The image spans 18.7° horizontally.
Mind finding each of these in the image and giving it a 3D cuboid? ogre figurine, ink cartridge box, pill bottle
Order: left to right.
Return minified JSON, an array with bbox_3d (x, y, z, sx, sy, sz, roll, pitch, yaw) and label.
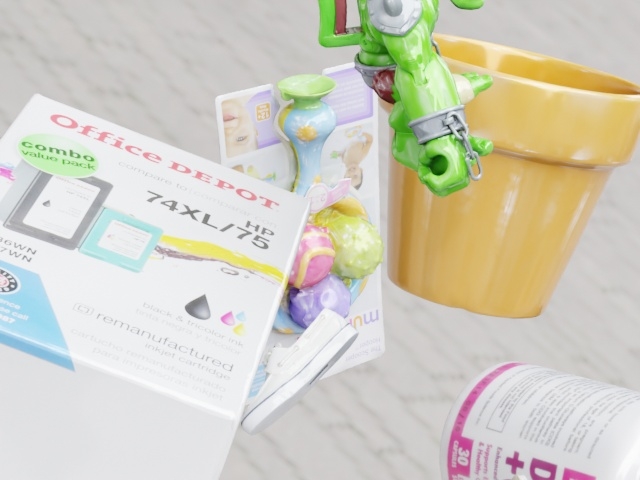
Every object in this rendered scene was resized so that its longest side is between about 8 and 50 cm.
[{"bbox_3d":[-0.143,0.076,1.155,0.198,0.197,0.270,21,28,-2],"label":"ink cartridge box"},{"bbox_3d":[0.051,-0.112,1.119,0.197,0.096,0.118,-64,140,-54],"label":"ogre figurine"},{"bbox_3d":[0.254,0.208,1.720,0.160,0.160,0.283,19,-5,-41],"label":"pill bottle"}]

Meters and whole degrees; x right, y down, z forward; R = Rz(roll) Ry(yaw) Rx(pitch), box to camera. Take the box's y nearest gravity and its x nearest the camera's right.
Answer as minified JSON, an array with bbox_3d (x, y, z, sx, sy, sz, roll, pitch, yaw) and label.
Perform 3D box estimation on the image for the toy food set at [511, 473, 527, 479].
[{"bbox_3d":[0.208,0.228,1.302,0.071,0.128,0.218,-4,10,-28],"label":"toy food set"}]

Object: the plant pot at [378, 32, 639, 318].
[{"bbox_3d":[0.133,-0.047,1.505,0.205,0.188,0.205,12,13,-3],"label":"plant pot"}]

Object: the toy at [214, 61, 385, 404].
[{"bbox_3d":[0.000,0.000,1.382,0.136,0.237,0.056,-17,24,-31],"label":"toy"}]

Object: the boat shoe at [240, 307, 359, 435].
[{"bbox_3d":[-0.021,0.083,1.257,0.035,0.100,0.035,42,-15,13],"label":"boat shoe"}]
